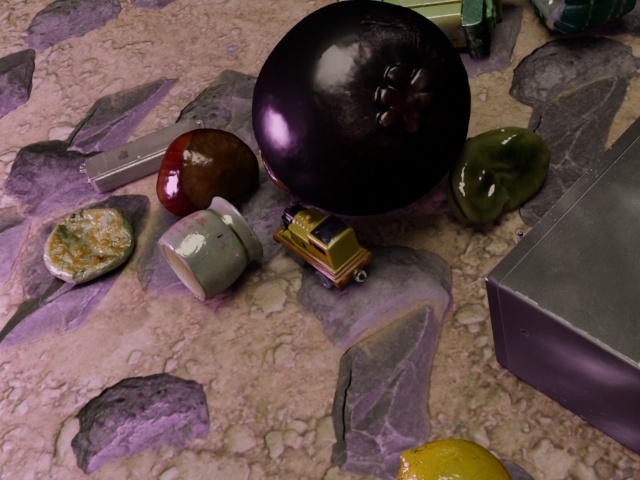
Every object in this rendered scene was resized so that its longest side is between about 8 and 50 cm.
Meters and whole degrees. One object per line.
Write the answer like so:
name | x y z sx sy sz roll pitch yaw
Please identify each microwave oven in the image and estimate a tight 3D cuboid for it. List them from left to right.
microwave oven | 0.511 0.056 1.487 0.432 0.236 0.374 -43 52 -19

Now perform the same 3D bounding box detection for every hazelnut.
hazelnut | -0.214 -0.131 1.933 0.201 0.160 0.170 -7 51 -41

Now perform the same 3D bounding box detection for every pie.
pie | -0.446 0.008 1.944 0.186 0.041 0.187 -8 49 9

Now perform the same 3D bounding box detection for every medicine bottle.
medicine bottle | -0.194 0.013 1.794 0.143 0.147 0.147 -39 51 -18

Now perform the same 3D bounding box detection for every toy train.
toy train | 0.000 0.000 1.761 0.089 0.127 0.219 -40 52 -18
toy train | 0.211 -0.497 2.105 0.397 0.160 0.253 -1 57 16

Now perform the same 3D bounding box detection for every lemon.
lemon | 0.188 0.366 1.368 0.173 0.173 0.206 -35 63 -13

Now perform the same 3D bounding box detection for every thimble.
thimble | 0.504 -0.558 1.995 0.167 0.254 0.288 -18 48 -5

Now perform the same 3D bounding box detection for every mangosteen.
mangosteen | 0.054 -0.226 1.763 0.382 0.382 0.435 -39 14 -17

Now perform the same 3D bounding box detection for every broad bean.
broad bean | 0.308 -0.117 1.776 0.206 0.153 0.072 -44 8 -16

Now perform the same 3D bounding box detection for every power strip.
power strip | -0.359 -0.175 2.067 0.272 0.052 0.078 -22 48 -4

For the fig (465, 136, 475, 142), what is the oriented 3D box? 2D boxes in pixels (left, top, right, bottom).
fig | 0.283 -0.153 1.832 0.074 0.088 0.074 -21 39 19
